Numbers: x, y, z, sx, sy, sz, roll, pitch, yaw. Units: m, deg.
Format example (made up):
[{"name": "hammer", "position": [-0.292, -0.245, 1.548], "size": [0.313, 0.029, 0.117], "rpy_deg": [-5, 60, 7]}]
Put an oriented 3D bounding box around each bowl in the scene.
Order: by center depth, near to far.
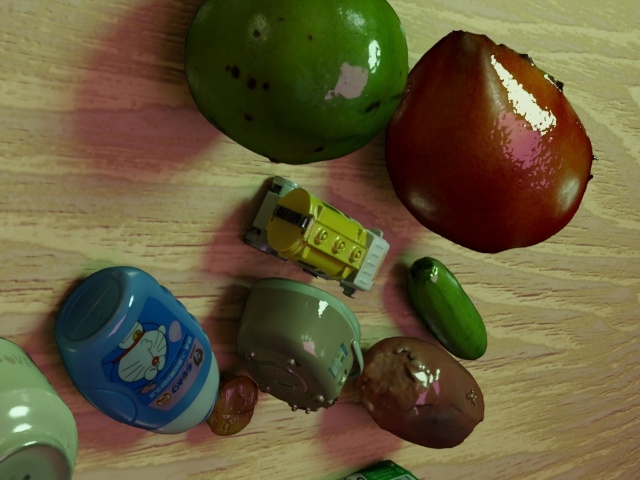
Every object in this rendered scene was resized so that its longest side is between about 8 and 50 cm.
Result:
[{"name": "bowl", "position": [-0.332, 0.225, 1.142], "size": [0.237, 0.126, 0.238], "rpy_deg": [-30, 133, -38]}]

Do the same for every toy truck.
[{"name": "toy truck", "position": [0.000, 0.000, 1.458], "size": [0.227, 0.114, 0.098], "rpy_deg": [28, 87, -56]}]

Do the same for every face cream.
[{"name": "face cream", "position": [-0.194, 0.138, 1.310], "size": [0.149, 0.083, 0.264], "rpy_deg": [-53, 144, -13]}]

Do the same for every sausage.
[{"name": "sausage", "position": [0.153, 0.235, 1.781], "size": [0.152, 0.152, 0.279], "rpy_deg": [-61, 144, -6]}]

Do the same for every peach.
[{"name": "peach", "position": [0.209, -0.108, 1.542], "size": [0.201, 0.257, 0.362], "rpy_deg": [-60, 149, -18]}]

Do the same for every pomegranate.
[{"name": "pomegranate", "position": [-0.021, -0.228, 1.218], "size": [0.236, 0.236, 0.302], "rpy_deg": [-4, 102, -52]}]

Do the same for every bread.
[{"name": "bread", "position": [-0.116, 0.209, 1.492], "size": [0.081, 0.046, 0.083], "rpy_deg": [33, 84, -53]}]

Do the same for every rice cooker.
[{"name": "rice cooker", "position": [-0.027, 0.130, 1.469], "size": [0.127, 0.145, 0.206], "rpy_deg": [-65, 151, -32]}]

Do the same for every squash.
[{"name": "squash", "position": [0.195, 0.106, 1.816], "size": [0.082, 0.082, 0.292], "rpy_deg": [-56, 143, -14]}]

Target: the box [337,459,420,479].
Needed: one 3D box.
[{"name": "box", "position": [0.057, 0.458, 1.828], "size": [0.250, 0.103, 0.180], "rpy_deg": [-6, 115, -50]}]
